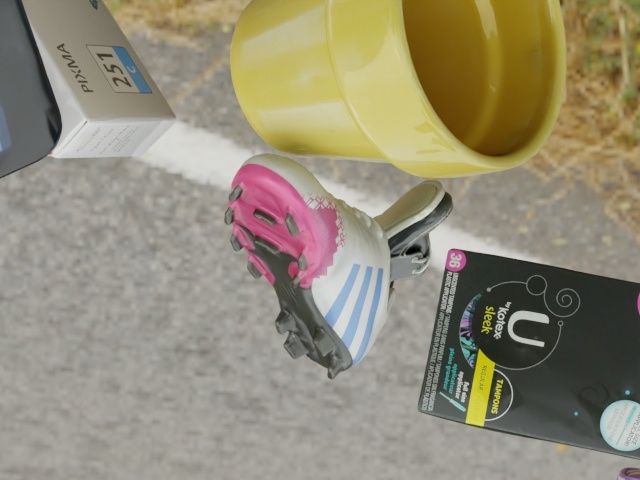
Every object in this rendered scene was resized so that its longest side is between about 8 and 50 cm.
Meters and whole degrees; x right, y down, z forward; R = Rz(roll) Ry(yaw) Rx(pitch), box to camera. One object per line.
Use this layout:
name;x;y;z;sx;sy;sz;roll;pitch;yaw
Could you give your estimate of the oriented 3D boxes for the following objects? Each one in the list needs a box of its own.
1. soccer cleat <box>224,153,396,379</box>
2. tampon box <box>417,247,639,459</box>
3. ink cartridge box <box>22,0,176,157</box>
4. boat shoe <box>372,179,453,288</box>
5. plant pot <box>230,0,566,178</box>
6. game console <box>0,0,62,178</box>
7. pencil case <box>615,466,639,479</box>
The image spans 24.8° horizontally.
soccer cleat;0.000;0.000;1.440;0.116;0.143;0.331;26;153;28
tampon box;0.163;0.081;1.036;0.161;0.120;0.101;10;176;13
ink cartridge box;-0.303;-0.208;1.368;0.066;0.296;0.261;-41;164;28
boat shoe;0.094;0.000;1.598;0.079;0.084;0.233;40;151;-4
plant pot;0.058;-0.172;1.325;0.239;0.254;0.254;-9;154;42
game console;-0.289;-0.107;0.851;0.293;0.173;0.250;-29;178;-25
pencil case;0.261;0.278;1.145;0.088;0.206;0.086;11;-177;-4
